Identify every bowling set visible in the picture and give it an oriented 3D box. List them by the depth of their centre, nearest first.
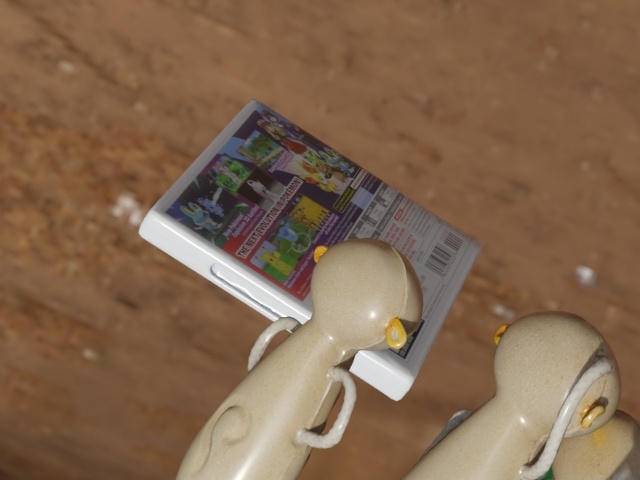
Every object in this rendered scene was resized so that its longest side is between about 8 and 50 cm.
[{"bbox_3d":[0.094,0.116,0.698,0.200,0.154,0.287,28,-169,-38],"label":"bowling set"}]

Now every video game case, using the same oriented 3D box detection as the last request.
[{"bbox_3d":[0.000,0.000,1.236,0.183,0.023,0.201,33,-151,1],"label":"video game case"}]

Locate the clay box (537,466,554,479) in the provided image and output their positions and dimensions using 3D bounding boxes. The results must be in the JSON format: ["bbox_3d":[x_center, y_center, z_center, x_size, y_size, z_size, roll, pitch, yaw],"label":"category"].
[{"bbox_3d":[0.176,0.232,1.199,0.127,0.222,0.053,10,169,-26],"label":"clay box"}]
